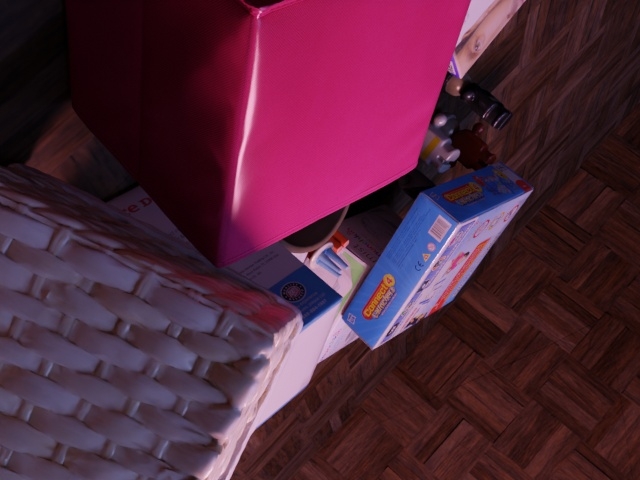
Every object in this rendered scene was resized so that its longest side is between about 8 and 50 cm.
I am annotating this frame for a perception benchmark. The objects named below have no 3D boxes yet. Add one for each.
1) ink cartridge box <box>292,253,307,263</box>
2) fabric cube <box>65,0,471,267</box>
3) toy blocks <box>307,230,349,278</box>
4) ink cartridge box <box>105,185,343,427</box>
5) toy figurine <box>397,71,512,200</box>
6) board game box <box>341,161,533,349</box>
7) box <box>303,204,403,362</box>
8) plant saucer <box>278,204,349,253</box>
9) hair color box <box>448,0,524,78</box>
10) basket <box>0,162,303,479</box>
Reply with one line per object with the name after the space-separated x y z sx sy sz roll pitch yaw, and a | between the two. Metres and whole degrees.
-0.065 -0.017 1.209 0.062 0.104 0.181 -25 148 -48 | ink cartridge box
-0.053 -0.186 0.713 0.254 0.259 0.258 -29 150 -32 | fabric cube
0.000 0.000 1.312 0.123 0.148 0.054 -15 140 -56 | toy blocks
-0.153 0.086 0.972 0.198 0.270 0.197 -34 155 -37 | ink cartridge box
0.213 -0.183 1.461 0.210 0.148 0.213 -37 158 -18 | toy figurine
0.215 0.022 1.494 0.302 0.086 0.308 -22 149 -51 | board game box
0.050 0.082 1.593 0.231 0.127 0.262 -22 147 -55 | box
-0.025 -0.122 1.048 0.278 0.041 0.277 -22 116 -57 | plant saucer
0.263 -0.422 1.191 0.339 0.110 0.185 -49 161 2 | hair color box
-0.223 0.135 0.674 0.328 0.331 0.266 -63 180 -1 | basket
